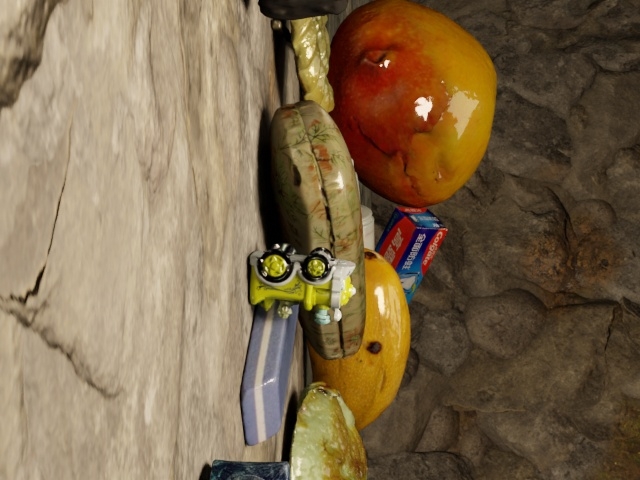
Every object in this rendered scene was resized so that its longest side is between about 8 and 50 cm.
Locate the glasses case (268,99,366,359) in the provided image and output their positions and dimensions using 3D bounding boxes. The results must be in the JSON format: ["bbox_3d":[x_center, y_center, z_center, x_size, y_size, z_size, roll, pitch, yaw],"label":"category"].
[{"bbox_3d":[0.000,0.000,1.447,0.425,0.098,0.156,83,-7,-58],"label":"glasses case"}]

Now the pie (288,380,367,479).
[{"bbox_3d":[0.000,0.326,1.630,0.274,0.105,0.257,-84,162,-47],"label":"pie"}]

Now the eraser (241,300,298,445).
[{"bbox_3d":[-0.051,0.113,1.287,0.225,0.036,0.082,-83,171,-52],"label":"eraser"}]

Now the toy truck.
[{"bbox_3d":[-0.019,0.046,1.244,0.076,0.111,0.077,-44,140,-82],"label":"toy truck"}]

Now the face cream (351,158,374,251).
[{"bbox_3d":[0.036,-0.014,1.906,0.101,0.101,0.251,-76,166,-69],"label":"face cream"}]

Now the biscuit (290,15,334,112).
[{"bbox_3d":[-0.018,-0.294,1.459,0.187,0.036,0.273,51,35,-74],"label":"biscuit"}]

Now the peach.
[{"bbox_3d":[0.143,-0.230,1.994,0.372,0.290,0.372,9,90,-84],"label":"peach"}]

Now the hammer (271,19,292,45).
[{"bbox_3d":[-0.034,-0.255,1.526,0.292,0.029,0.058,-13,102,-83],"label":"hammer"}]

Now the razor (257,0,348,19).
[{"bbox_3d":[-0.029,-0.328,1.073,0.327,0.107,0.189,73,18,-77],"label":"razor"}]

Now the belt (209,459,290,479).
[{"bbox_3d":[-0.055,0.270,1.003,0.141,0.082,0.190,-91,-178,-75],"label":"belt"}]

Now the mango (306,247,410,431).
[{"bbox_3d":[0.053,0.152,1.786,0.120,0.177,0.295,-16,115,-44],"label":"mango"}]

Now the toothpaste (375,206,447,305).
[{"bbox_3d":[0.102,0.092,2.006,0.066,0.076,0.320,47,-58,39],"label":"toothpaste"}]
